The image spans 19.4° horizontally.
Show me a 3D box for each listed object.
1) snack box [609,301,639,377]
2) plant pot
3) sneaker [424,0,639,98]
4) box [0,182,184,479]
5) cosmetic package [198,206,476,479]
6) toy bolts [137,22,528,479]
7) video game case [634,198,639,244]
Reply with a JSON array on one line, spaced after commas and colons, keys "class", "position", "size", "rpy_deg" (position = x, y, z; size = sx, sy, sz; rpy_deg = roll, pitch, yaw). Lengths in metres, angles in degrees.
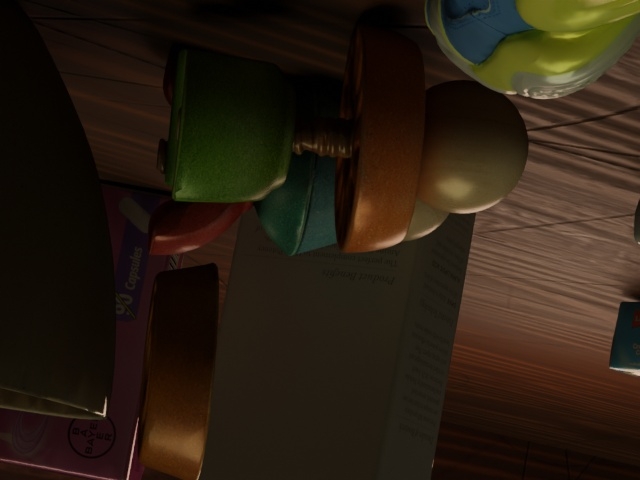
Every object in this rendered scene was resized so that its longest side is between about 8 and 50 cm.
[{"class": "snack box", "position": [0.400, 0.097, 1.393], "size": [0.187, 0.060, 0.322], "rpy_deg": [19, 168, -42]}, {"class": "plant pot", "position": [-0.224, -0.032, 0.912], "size": [0.284, 0.191, 0.284], "rpy_deg": [11, 170, 2]}, {"class": "sneaker", "position": [0.060, -0.111, 0.508], "size": [0.126, 0.091, 0.240], "rpy_deg": [33, 165, -15]}, {"class": "box", "position": [-0.237, 0.057, 1.400], "size": [0.243, 0.213, 0.117], "rpy_deg": [11, 171, 2]}, {"class": "cosmetic package", "position": [0.009, 0.056, 1.053], "size": [0.117, 0.231, 0.085], "rpy_deg": [7, 170, 26]}, {"class": "toy bolts", "position": [0.000, 0.000, 0.902], "size": [0.158, 0.218, 0.228], "rpy_deg": [6, -170, -8]}, {"class": "video game case", "position": [0.386, 0.017, 0.995], "size": [0.300, 0.036, 0.329], "rpy_deg": [16, 169, -31]}]
